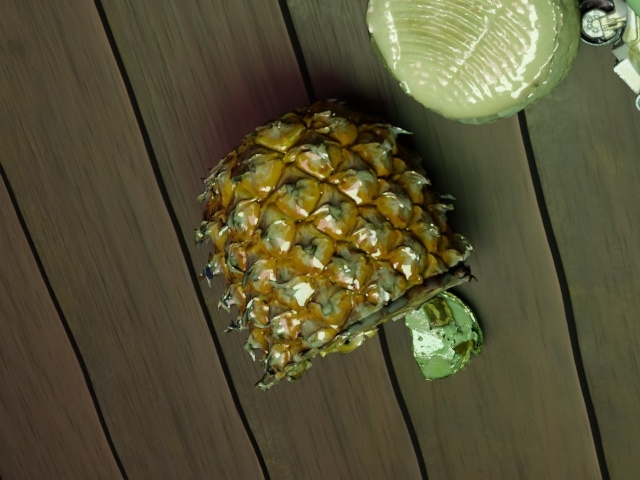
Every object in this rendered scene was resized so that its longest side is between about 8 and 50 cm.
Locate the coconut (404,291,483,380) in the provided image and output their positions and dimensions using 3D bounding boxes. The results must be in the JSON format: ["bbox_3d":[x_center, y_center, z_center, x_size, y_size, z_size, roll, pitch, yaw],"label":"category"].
[{"bbox_3d":[0.171,0.124,1.907,0.133,0.055,0.158,8,123,19],"label":"coconut"}]

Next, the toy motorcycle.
[{"bbox_3d":[0.409,-0.230,1.573,0.228,0.074,0.151,41,119,-2],"label":"toy motorcycle"}]

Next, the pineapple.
[{"bbox_3d":[0.000,0.000,1.731,0.352,0.352,0.300,-43,74,37],"label":"pineapple"}]

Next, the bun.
[{"bbox_3d":[0.192,-0.272,1.598,0.259,0.152,0.259,11,117,21],"label":"bun"}]

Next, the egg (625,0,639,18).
[{"bbox_3d":[0.411,-0.335,1.410,0.220,0.220,0.270,2,120,24],"label":"egg"}]
